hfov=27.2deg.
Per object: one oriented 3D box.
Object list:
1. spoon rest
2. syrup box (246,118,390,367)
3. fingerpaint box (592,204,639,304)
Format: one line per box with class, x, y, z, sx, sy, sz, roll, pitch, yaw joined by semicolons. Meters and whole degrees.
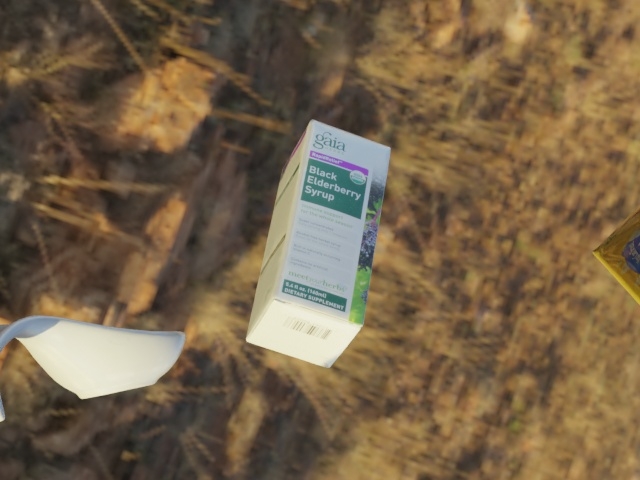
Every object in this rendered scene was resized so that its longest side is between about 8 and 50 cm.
spoon rest;-0.225;0.105;1.189;0.276;0.137;0.084;-7;84;-65
syrup box;0.000;0.000;1.355;0.096;0.093;0.237;123;-18;-52
fingerpaint box;0.422;-0.035;1.010;0.371;0.163;0.445;-47;-175;10
